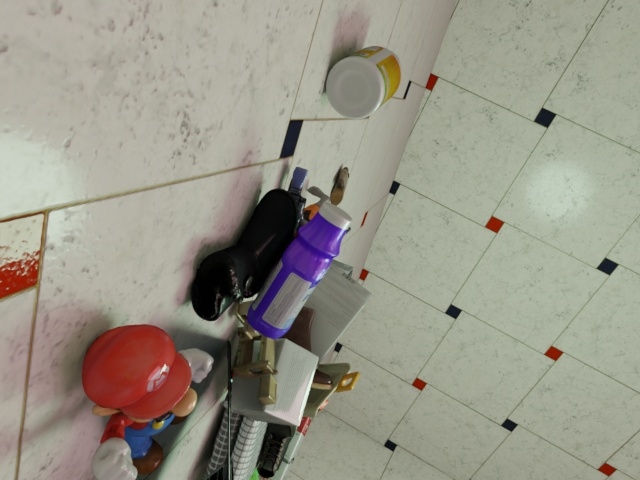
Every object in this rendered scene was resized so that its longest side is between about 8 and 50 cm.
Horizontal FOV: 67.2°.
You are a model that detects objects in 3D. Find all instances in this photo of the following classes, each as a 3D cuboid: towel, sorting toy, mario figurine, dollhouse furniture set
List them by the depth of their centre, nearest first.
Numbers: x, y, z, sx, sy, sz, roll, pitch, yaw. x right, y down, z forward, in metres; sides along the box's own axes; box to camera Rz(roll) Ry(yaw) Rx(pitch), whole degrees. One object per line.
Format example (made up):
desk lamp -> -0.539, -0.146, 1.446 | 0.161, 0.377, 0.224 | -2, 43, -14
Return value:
mario figurine -> -0.224, 0.238, 0.677 | 0.320, 0.170, 0.198 | 108, -31, -52
dollhouse furniture set -> -0.171, 0.255, 1.082 | 0.161, 0.101, 0.181 | 63, 19, -44
towel -> -0.226, 0.558, 1.410 | 0.284, 0.121, 0.235 | 24, 82, -82
sorting toy -> -0.002, 0.458, 1.459 | 0.196, 0.047, 0.348 | -45, -167, -35

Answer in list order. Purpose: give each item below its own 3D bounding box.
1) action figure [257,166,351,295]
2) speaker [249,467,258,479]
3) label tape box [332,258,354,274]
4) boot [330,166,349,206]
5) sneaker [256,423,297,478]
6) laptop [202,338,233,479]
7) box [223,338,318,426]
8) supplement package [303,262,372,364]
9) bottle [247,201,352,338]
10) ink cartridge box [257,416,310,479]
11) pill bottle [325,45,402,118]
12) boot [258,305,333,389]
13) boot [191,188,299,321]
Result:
action figure -> -0.023, -0.014, 1.148 | 0.330, 0.179, 0.341 | -67, 177, -60
speaker -> -0.257, 0.741, 1.405 | 0.296, 0.131, 0.131 | 98, 14, -89
label tape box -> 0.008, 0.231, 1.865 | 0.348, 0.115, 0.249 | -33, 144, -72
boot -> 0.067, -0.178, 1.563 | 0.118, 0.042, 0.087 | 110, 2, -47
sneaker -> -0.129, 0.611, 1.437 | 0.118, 0.083, 0.222 | -63, 166, -55
laptop -> -0.276, 0.407, 0.911 | 0.408, 0.236, 0.382 | -35, 175, -16
box -> -0.125, 0.356, 1.216 | 0.181, 0.119, 0.181 | -16, -133, 46
supplement package -> -0.002, 0.243, 1.522 | 0.293, 0.177, 0.175 | -54, 172, 14
bottle -> -0.039, 0.058, 0.946 | 0.282, 0.092, 0.118 | -57, 180, 15
ink cartridge box -> -0.180, 0.719, 1.705 | 0.114, 0.197, 0.272 | 84, 30, -63
pill bottle -> 0.118, -0.389, 1.158 | 0.245, 0.136, 0.136 | -51, 160, -53
boot -> -0.052, 0.298, 1.389 | 0.090, 0.249, 0.206 | 83, 28, -79
boot -> -0.133, 0.021, 0.891 | 0.246, 0.094, 0.207 | -63, 173, 10
